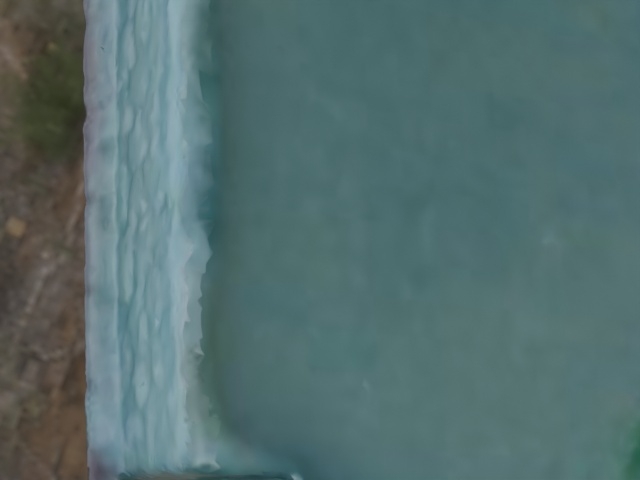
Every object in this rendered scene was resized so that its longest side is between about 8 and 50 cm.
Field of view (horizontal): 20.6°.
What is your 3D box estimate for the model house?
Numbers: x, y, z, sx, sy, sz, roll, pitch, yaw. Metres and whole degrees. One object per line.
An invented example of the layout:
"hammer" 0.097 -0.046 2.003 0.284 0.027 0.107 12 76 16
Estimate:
"model house" 0.000 0.000 0.736 0.249 0.230 0.281 158 115 -65
